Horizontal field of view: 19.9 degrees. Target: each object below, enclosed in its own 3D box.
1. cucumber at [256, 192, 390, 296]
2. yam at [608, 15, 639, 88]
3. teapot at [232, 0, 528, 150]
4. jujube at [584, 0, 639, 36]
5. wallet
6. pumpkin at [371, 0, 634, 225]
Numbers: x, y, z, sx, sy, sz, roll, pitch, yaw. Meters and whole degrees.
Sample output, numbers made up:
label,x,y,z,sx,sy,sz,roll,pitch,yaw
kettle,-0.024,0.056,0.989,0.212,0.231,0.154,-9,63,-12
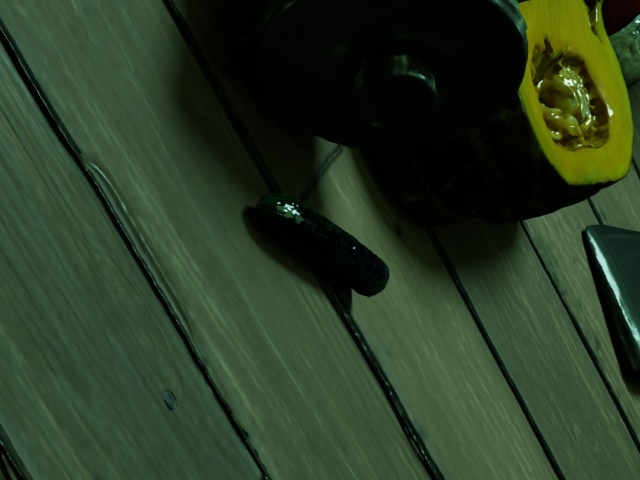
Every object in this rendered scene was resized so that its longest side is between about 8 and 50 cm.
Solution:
label,x,y,z,sx,sy,sz,roll,pitch,yaw
cucumber,0.000,0.000,1.220,0.133,0.032,0.032,36,41,-48
yam,0.340,-0.251,1.969,0.133,0.133,0.330,60,33,-17
teapot,0.074,-0.228,1.286,0.200,0.270,0.337,85,3,-55
jujube,0.235,-0.316,1.761,0.250,0.174,0.174,55,29,-20
wallet,0.340,0.065,1.812,0.245,0.052,0.168,9,59,-58
pumpkin,0.140,-0.130,1.476,0.317,0.139,0.222,-7,80,-60
